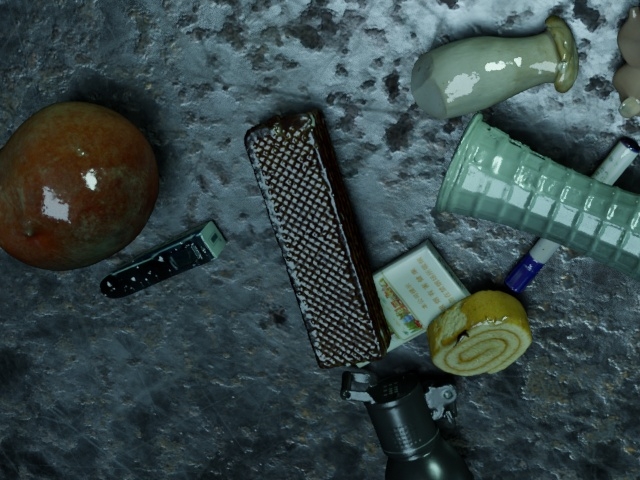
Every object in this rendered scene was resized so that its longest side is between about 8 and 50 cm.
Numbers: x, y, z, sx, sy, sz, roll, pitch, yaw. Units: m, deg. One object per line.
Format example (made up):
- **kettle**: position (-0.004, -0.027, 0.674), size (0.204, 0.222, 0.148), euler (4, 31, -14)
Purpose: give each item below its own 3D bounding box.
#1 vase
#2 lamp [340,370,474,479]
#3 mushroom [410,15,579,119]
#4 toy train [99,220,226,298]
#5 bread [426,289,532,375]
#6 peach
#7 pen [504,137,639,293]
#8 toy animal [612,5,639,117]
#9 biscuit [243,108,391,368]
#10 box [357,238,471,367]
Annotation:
- **vase**: position (0.311, -0.046, 1.123), size (0.299, 0.143, 0.143), euler (23, 121, 12)
- **lamp**: position (0.147, 0.299, 1.391), size (0.172, 0.147, 0.227), euler (-17, 104, 10)
- **mushroom**: position (0.218, -0.214, 1.108), size (0.212, 0.097, 0.088), euler (-8, 141, 9)
- **toy train**: position (-0.258, 0.036, 1.407), size (0.234, 0.051, 0.052), euler (-23, 109, 29)
- **bread**: position (0.235, 0.143, 1.290), size (0.122, 0.073, 0.149), euler (30, 126, -29)
- **peach**: position (-0.361, -0.072, 1.275), size (0.252, 0.252, 0.252), euler (7, 119, 13)
- **pen**: position (0.340, -0.030, 1.209), size (0.033, 0.033, 0.269), euler (31, 121, -2)
- **toy animal**: position (0.395, -0.212, 1.068), size (0.083, 0.089, 0.150), euler (-8, 106, 23)
- **biscuit**: position (0.000, 0.000, 1.278), size (0.107, 0.073, 0.388), euler (-12, 107, 21)
- **box**: position (0.109, 0.100, 1.343), size (0.220, 0.032, 0.122), euler (-33, 104, 28)
